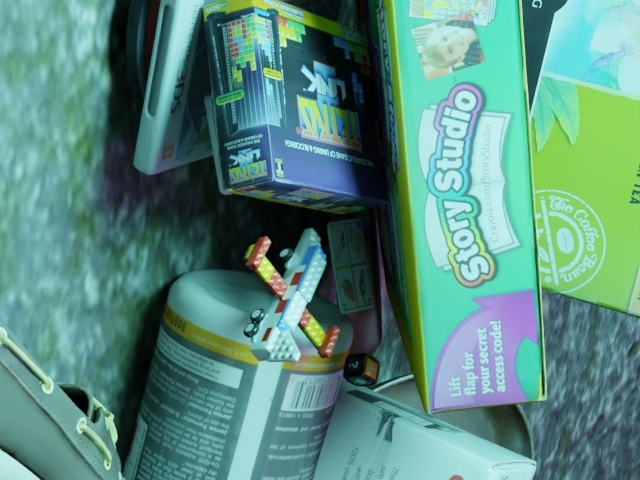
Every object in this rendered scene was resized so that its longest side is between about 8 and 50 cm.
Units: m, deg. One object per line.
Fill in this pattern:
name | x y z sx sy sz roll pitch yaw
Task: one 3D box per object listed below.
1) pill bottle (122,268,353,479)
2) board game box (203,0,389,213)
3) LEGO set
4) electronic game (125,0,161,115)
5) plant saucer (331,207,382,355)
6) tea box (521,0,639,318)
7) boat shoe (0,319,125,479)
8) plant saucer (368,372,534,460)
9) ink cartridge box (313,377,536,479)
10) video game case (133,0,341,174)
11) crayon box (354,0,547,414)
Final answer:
pill bottle | -0.081 0.176 1.460 0.162 0.162 0.278 -6 115 -59
board game box | -0.016 -0.099 1.288 0.170 0.048 0.141 8 71 -59
LEGO set | 0.000 0.000 1.348 0.182 0.060 0.244 -9 90 -53
electronic game | -0.073 -0.181 1.346 0.229 0.048 0.229 -39 141 -42
plant saucer | 0.034 0.024 1.573 0.198 0.036 0.198 -3 90 -86
tea box | 0.264 -0.130 1.632 0.220 0.324 0.329 -40 143 -67
boat shoe | -0.204 0.147 1.280 0.096 0.117 0.324 -57 144 -13
plant saucer | 0.081 0.263 1.801 0.311 0.050 0.310 -14 121 -24
ink cartridge box | 0.032 0.244 1.579 0.115 0.273 0.198 11 100 -61
video game case | -0.055 -0.154 1.322 0.201 0.023 0.183 -23 134 -48
crayon box | 0.100 -0.087 1.392 0.313 0.106 0.362 -106 -171 -73
